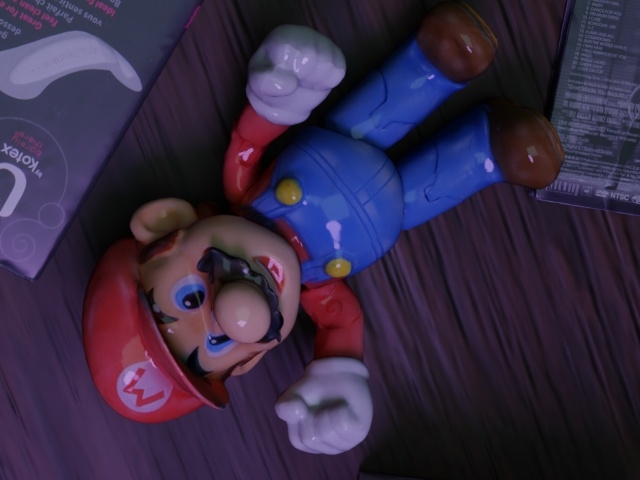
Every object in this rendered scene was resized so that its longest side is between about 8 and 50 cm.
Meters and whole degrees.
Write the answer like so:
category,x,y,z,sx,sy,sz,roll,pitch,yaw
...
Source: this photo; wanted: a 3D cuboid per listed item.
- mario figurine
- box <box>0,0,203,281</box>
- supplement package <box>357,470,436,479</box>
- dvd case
category,x,y,z,sx,sy,sz,roll,pitch,yaw
mario figurine,0.000,0.000,1.113,0.320,0.170,0.198,-38,70,-8
box,-0.170,-0.139,1.076,0.165,0.143,0.270,30,95,-14
supplement package,0.112,0.310,1.180,0.199,0.198,0.262,8,100,-10
dvd case,0.237,-0.123,1.210,0.165,0.018,0.221,9,100,-9
